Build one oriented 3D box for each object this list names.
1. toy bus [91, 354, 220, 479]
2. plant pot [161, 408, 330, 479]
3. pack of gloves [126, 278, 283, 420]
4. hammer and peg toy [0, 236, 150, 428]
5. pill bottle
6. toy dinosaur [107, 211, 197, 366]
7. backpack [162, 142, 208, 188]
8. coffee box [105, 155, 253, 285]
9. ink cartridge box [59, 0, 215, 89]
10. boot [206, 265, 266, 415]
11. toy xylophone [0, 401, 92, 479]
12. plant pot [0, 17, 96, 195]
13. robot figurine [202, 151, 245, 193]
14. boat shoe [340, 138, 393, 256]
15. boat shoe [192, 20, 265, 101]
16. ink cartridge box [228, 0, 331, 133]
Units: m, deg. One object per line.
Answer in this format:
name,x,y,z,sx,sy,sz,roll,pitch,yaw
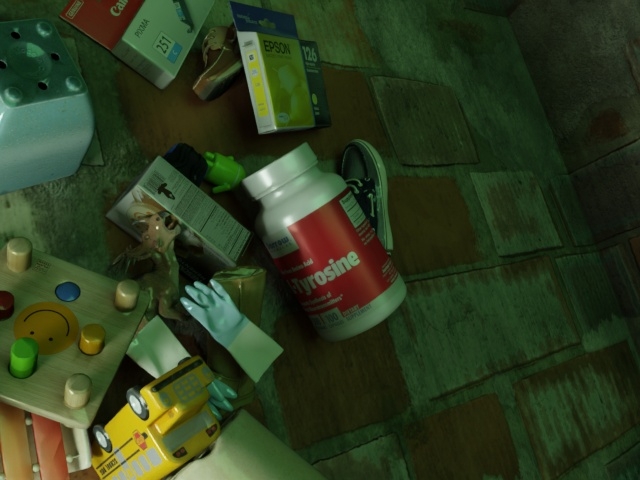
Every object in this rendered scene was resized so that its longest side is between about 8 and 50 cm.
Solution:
toy bus,-0.262,0.303,1.036,0.108,0.332,0.130,-26,78,-44
plant pot,-0.113,0.473,1.124,0.305,0.334,0.334,47,46,1
pack of gloves,-0.191,0.196,1.152,0.195,0.046,0.232,-48,114,-18
hammer and peg toy,-0.474,0.113,1.018,0.361,0.127,0.266,23,46,-7
pill bottle,0.000,0.000,1.461,0.229,0.229,0.408,-39,101,-44
toy dinosaur,-0.342,0.109,1.219,0.200,0.127,0.296,41,64,-5
backpack,-0.301,-0.142,1.376,0.098,0.101,0.120,44,39,-24
coffee box,-0.280,-0.031,1.315,0.246,0.141,0.098,41,45,-20
ink cartridge box,-0.404,-0.530,1.496,0.261,0.066,0.296,34,51,-26
boot,-0.201,0.195,1.227,0.236,0.089,0.270,-16,116,-54
toy xylophone,-0.503,0.353,0.984,0.322,0.081,0.236,-14,80,-43
plant pot,-0.532,-0.245,1.121,0.247,0.252,0.247,-28,89,-45
robot figurine,-0.218,-0.153,1.475,0.115,0.067,0.101,25,44,-30
boat shoe,0.085,-0.109,1.669,0.158,0.127,0.341,6,67,-47
boat shoe,-0.231,-0.449,1.581,0.120,0.122,0.324,41,41,-12
ink cartridge box,-0.085,-0.421,1.608,0.303,0.072,0.307,-23,105,-60
